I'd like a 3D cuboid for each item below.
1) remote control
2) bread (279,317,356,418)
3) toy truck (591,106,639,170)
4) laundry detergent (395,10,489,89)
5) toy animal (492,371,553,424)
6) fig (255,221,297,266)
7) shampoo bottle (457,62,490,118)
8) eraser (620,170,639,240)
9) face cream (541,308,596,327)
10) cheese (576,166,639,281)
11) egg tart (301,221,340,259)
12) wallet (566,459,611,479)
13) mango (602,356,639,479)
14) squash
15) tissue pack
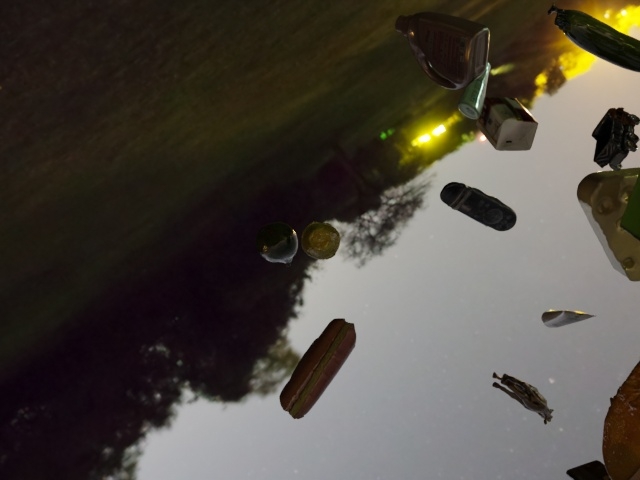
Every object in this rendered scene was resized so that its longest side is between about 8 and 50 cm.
[{"bbox_3d":[0.450,-0.106,1.932,0.090,0.266,0.066,-53,-153,26],"label":"remote control"},{"bbox_3d":[0.000,0.226,1.212,0.192,0.067,0.119,-55,180,-5],"label":"bread"},{"bbox_3d":[0.757,-0.263,1.728,0.192,0.092,0.083,-60,175,-42],"label":"toy truck"},{"bbox_3d":[0.282,-0.454,1.606,0.237,0.171,0.076,27,-132,35],"label":"laundry detergent"},{"bbox_3d":[0.545,0.415,1.740,0.054,0.275,0.149,-61,-154,-11],"label":"toy animal"},{"bbox_3d":[-0.113,0.017,1.857,0.117,0.117,0.177,-37,155,-4],"label":"fig"},{"bbox_3d":[0.420,-0.410,1.806,0.041,0.069,0.190,-45,-162,56],"label":"shampoo bottle"},{"bbox_3d":[0.926,-0.116,1.773,0.092,0.274,0.210,1,-154,-16],"label":"eraser"},{"bbox_3d":[0.738,0.231,2.036,0.243,0.092,0.058,104,-6,-79],"label":"face cream"},{"bbox_3d":[0.936,-0.095,2.028,0.384,0.384,0.104,-36,-159,5],"label":"cheese"},{"bbox_3d":[0.000,0.000,1.709,0.105,0.105,0.039,-36,177,-2],"label":"egg tart"},{"bbox_3d":[0.675,0.588,1.618,0.095,0.026,0.176,-20,-173,-5],"label":"wallet"},{"bbox_3d":[0.695,0.368,1.382,0.201,0.199,0.350,-61,164,-70],"label":"mango"},{"bbox_3d":[0.728,-0.517,1.735,0.087,0.332,0.087,-158,-90,-80],"label":"squash"},{"bbox_3d":[0.502,-0.317,1.816,0.106,0.099,0.148,-2,-144,-12],"label":"tissue pack"}]
